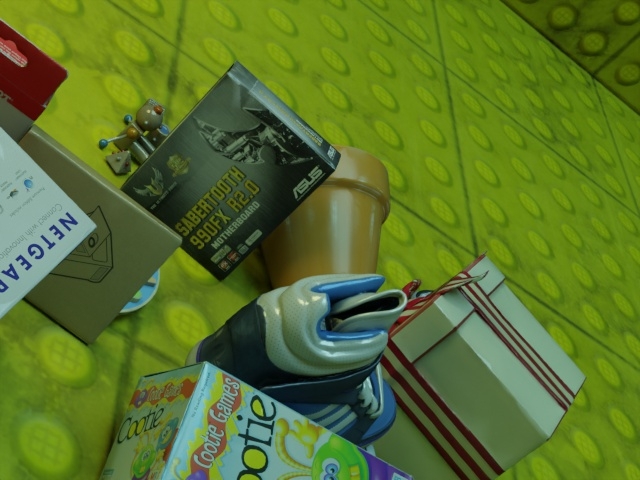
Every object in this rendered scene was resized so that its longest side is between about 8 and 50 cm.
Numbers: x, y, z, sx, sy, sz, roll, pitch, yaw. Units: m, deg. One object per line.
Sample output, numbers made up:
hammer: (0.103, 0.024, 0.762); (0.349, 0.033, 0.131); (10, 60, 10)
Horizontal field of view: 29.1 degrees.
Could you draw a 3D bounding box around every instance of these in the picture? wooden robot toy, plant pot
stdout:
wooden robot toy: (-0.230, -0.151, 1.667); (0.076, 0.079, 0.173); (42, 29, -9)
plant pot: (0.000, 0.000, 1.693); (0.205, 0.205, 0.188); (20, 54, -40)

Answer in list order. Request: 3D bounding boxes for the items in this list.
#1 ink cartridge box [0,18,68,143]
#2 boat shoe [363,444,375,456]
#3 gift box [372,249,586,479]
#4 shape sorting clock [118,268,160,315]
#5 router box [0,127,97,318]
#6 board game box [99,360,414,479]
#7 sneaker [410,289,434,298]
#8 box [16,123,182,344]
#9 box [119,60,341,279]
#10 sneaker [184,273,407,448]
ink cartridge box: (-0.372, -0.155, 1.316); (0.134, 0.231, 0.078); (38, 29, -17)
boat shoe: (0.013, 0.281, 1.465); (0.083, 0.065, 0.183); (36, 31, -18)
gift box: (0.186, 0.167, 1.643); (0.258, 0.276, 0.255); (48, 23, 5)
shape sorting clock: (-0.276, 0.001, 1.451); (0.206, 0.040, 0.206); (34, 31, -23)
router box: (-0.408, -0.015, 1.075); (0.301, 0.082, 0.335); (46, 43, -8)
board game box: (-0.066, 0.254, 1.265); (0.275, 0.144, 0.142); (32, 62, -25)
sneaker: (0.201, 0.134, 1.925); (0.224, 0.083, 0.098); (5, 70, -46)
box: (-0.277, -0.004, 1.326); (0.201, 0.164, 0.021); (39, 17, -16)
box: (-0.116, -0.086, 1.580); (0.183, 0.231, 0.056); (42, 25, -12)
sneaker: (0.036, 0.135, 1.364); (0.323, 0.236, 0.130); (21, 50, -41)
